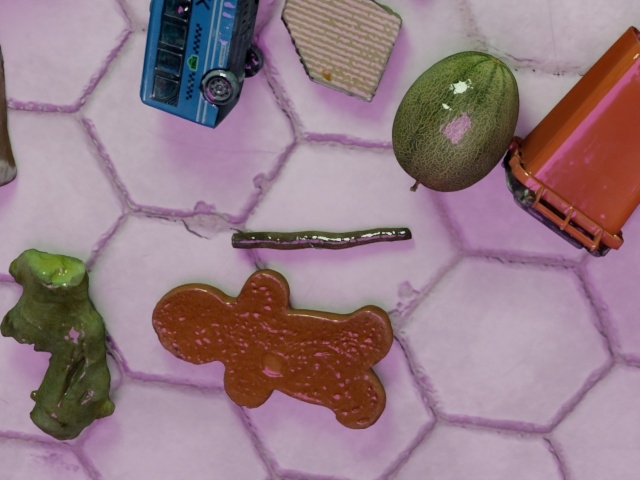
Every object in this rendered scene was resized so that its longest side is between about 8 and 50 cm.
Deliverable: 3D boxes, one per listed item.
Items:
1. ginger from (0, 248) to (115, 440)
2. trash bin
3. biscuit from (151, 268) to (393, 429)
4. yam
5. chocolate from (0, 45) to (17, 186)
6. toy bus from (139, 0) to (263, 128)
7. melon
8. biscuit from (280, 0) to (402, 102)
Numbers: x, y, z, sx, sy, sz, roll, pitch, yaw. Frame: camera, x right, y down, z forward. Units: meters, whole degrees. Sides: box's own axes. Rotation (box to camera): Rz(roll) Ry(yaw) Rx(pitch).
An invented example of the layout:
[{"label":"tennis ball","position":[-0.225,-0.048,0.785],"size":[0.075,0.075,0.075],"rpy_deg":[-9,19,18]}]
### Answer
[{"label":"ginger","position":[-0.354,0.141,2.017],"size":[0.137,0.089,0.290],"rpy_deg":[-14,118,-3]},{"label":"trash bin","position":[0.333,-0.114,1.722],"size":[0.161,0.184,0.239],"rpy_deg":[35,110,-8]},{"label":"biscuit","position":[-0.064,0.130,1.977],"size":[0.324,0.049,0.205],"rpy_deg":[10,116,5]},{"label":"yam","position":[0.000,-0.001,1.913],"size":[0.234,0.029,0.027],"rpy_deg":[-2,86,11]},{"label":"chocolate","position":[-0.480,-0.171,1.888],"size":[0.157,0.080,0.254],"rpy_deg":[1,116,9]},{"label":"toy bus","position":[-0.134,-0.268,1.763],"size":[0.134,0.113,0.246],"rpy_deg":[16,119,9]},{"label":"melon","position":[0.156,-0.134,1.761],"size":[0.139,0.139,0.192],"rpy_deg":[29,116,-4]},{"label":"biscuit","position":[0.041,-0.296,1.755],"size":[0.147,0.046,0.250],"rpy_deg":[20,116,-1]}]
